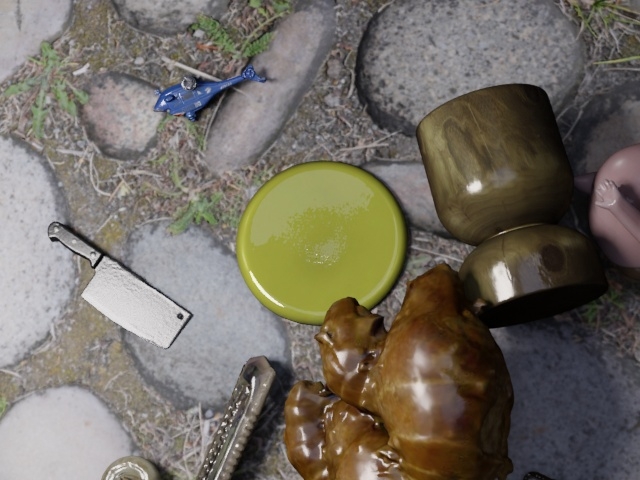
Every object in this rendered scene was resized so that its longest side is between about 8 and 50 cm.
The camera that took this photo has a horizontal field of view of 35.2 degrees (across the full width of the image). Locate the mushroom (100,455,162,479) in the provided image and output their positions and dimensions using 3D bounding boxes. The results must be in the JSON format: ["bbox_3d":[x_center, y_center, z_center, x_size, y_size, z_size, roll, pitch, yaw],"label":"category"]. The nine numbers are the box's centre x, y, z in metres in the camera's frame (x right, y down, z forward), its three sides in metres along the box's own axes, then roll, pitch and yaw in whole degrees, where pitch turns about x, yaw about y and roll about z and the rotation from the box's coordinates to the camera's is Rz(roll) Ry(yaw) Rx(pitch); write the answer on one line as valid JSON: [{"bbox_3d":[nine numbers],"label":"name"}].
[{"bbox_3d":[-0.244,0.314,1.277,0.085,0.079,0.085,-4,72,13],"label":"mushroom"}]

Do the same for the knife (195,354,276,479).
[{"bbox_3d":[-0.150,0.310,1.274,0.089,0.043,0.365,13,73,42],"label":"knife"}]

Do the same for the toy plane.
[{"bbox_3d":[-0.159,-0.211,1.437,0.167,0.054,0.062,-20,97,3],"label":"toy plane"}]

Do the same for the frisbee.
[{"bbox_3d":[0.000,0.000,1.367,0.236,0.017,0.236,-2,74,7],"label":"frisbee"}]

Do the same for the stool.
[{"bbox_3d":[0.235,-0.041,1.261,0.179,0.179,0.264,-14,73,4],"label":"stool"}]

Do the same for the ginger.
[{"bbox_3d":[0.097,0.205,1.190,0.274,0.152,0.357,39,115,35],"label":"ginger"}]

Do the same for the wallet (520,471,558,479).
[{"bbox_3d":[0.318,0.364,1.209,0.198,0.031,0.110,23,78,14],"label":"wallet"}]

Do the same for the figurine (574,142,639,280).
[{"bbox_3d":[0.424,0.000,1.216,0.176,0.186,0.287,-17,37,-20],"label":"figurine"}]

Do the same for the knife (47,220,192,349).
[{"bbox_3d":[-0.292,0.062,1.390,0.245,0.019,0.072,34,82,14],"label":"knife"}]
